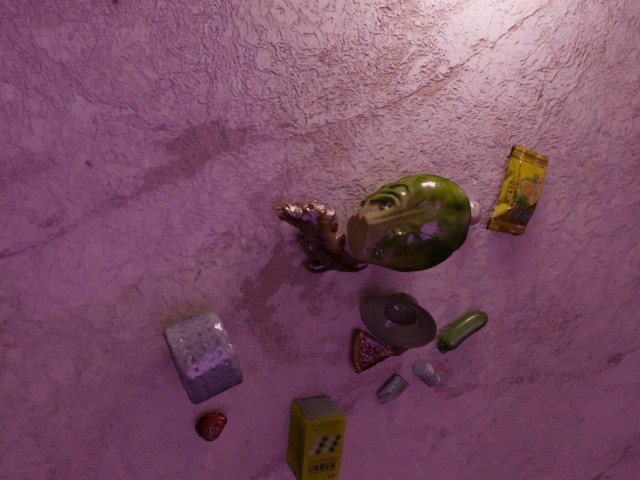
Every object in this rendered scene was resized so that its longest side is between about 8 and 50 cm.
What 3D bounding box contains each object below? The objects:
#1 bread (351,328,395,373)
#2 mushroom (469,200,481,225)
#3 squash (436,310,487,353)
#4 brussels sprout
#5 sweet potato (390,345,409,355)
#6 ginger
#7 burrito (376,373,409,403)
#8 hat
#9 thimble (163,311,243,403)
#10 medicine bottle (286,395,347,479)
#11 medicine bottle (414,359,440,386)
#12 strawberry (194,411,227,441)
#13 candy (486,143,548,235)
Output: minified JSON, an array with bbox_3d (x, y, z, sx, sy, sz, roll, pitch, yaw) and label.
[{"bbox_3d":[0.152,0.378,1.823,0.154,0.054,0.136,29,94,-10],"label":"bread"},{"bbox_3d":[0.499,-0.092,1.838,0.083,0.067,0.083,-17,110,-57],"label":"mushroom"},{"bbox_3d":[0.499,0.319,1.957,0.219,0.068,0.077,-36,121,-10],"label":"squash"},{"bbox_3d":[0.255,-0.044,1.620,0.355,0.289,0.281,-12,96,-15],"label":"brussels sprout"},{"bbox_3d":[0.237,0.377,1.875,0.153,0.038,0.041,-8,119,-19],"label":"sweet potato"},{"bbox_3d":[-0.001,-0.002,1.639,0.166,0.080,0.333,-33,123,2],"label":"ginger"},{"bbox_3d":[0.251,0.521,1.922,0.118,0.044,0.074,-43,121,-11],"label":"burrito"},{"bbox_3d":[0.264,0.231,1.794,0.252,0.252,0.110,53,42,-27],"label":"hat"},{"bbox_3d":[-0.317,0.320,1.512,0.157,0.217,0.245,-21,126,-16],"label":"thimble"},{"bbox_3d":[-0.013,0.645,1.787,0.137,0.141,0.250,-1,105,-27],"label":"medicine bottle"},{"bbox_3d":[0.377,0.469,1.952,0.058,0.058,0.091,-45,118,-6],"label":"medicine bottle"},{"bbox_3d":[-0.324,0.555,1.657,0.096,0.083,0.083,-23,113,-26],"label":"strawberry"},{"bbox_3d":[0.674,-0.162,1.885,0.187,0.081,0.297,12,100,-28],"label":"candy"}]
